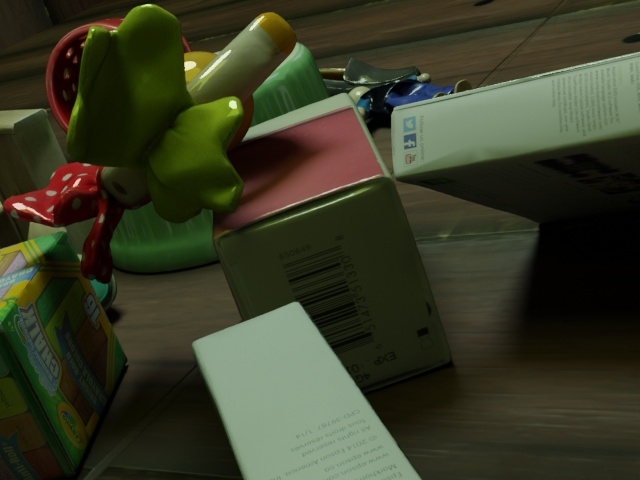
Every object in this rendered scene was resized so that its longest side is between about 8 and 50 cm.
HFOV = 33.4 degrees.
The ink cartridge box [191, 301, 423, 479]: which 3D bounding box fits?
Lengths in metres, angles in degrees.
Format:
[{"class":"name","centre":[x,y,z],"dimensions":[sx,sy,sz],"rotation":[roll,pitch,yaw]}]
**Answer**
[{"class":"ink cartridge box","centre":[0.028,0.156,0.387],"dimensions":[0.065,0.165,0.333],"rotation":[-21,22,-7]}]

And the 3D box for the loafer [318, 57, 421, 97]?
[{"class":"loafer","centre":[0.048,-0.206,1.383],"dimensions":[0.170,0.061,0.062],"rotation":[-10,22,22]}]

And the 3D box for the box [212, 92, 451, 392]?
[{"class":"box","centre":[0.000,0.000,0.806],"dimensions":[0.126,0.149,0.232],"rotation":[-20,21,2]}]

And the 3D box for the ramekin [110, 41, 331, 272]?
[{"class":"ramekin","centre":[-0.118,-0.103,1.156],"dimensions":[0.303,0.148,0.303],"rotation":[-17,22,7]}]

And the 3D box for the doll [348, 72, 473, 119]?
[{"class":"doll","centre":[0.092,-0.166,1.270],"dimensions":[0.129,0.046,0.189],"rotation":[-30,24,-27]}]

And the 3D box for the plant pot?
[{"class":"plant pot","centre":[-0.285,-0.236,1.581],"dimensions":[0.191,0.191,0.174],"rotation":[-12,14,17]}]

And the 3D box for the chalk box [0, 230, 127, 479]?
[{"class":"chalk box","centre":[-0.248,0.105,0.791],"dimensions":[0.132,0.132,0.213],"rotation":[-16,23,10]}]

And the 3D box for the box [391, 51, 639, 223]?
[{"class":"box","centre":[0.243,-0.071,0.712],"dimensions":[0.322,0.058,0.232],"rotation":[-7,-11,35]}]

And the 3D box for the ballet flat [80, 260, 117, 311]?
[{"class":"ballet flat","centre":[-0.285,0.087,0.978],"dimensions":[0.213,0.072,0.068],"rotation":[-27,-5,-22]}]

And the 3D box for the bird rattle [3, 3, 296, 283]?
[{"class":"bird rattle","centre":[-0.105,-0.069,0.778],"dimensions":[0.207,0.143,0.253],"rotation":[-47,1,-28]}]

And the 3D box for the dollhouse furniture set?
[{"class":"dollhouse furniture set","centre":[-0.432,0.012,1.114],"dimensions":[0.303,0.174,0.355],"rotation":[5,32,47]}]
